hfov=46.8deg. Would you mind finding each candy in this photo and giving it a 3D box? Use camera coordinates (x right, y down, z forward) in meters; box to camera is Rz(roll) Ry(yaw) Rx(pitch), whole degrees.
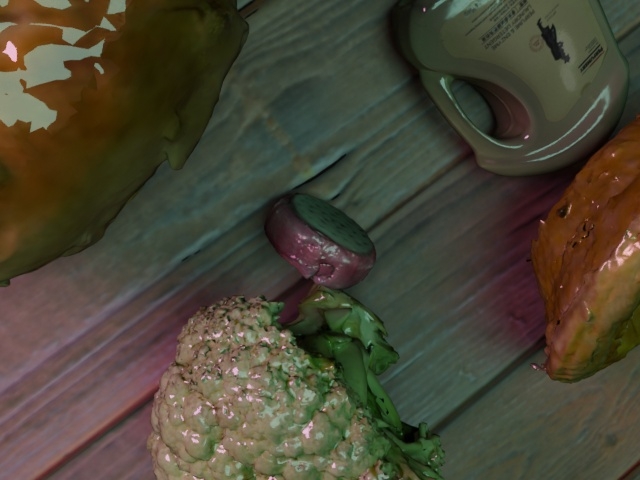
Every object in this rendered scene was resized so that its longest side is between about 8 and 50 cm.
[{"bbox_3d":[0.000,0.000,0.647,0.103,0.103,0.043,27,112,-21],"label":"candy"}]

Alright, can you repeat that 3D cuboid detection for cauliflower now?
[{"bbox_3d":[0.001,0.149,0.632,0.272,0.275,0.250,24,59,-4],"label":"cauliflower"}]

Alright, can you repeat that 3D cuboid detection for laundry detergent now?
[{"bbox_3d":[0.192,-0.155,0.684,0.181,0.091,0.253,-43,111,-5],"label":"laundry detergent"}]

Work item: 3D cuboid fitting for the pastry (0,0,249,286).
[{"bbox_3d":[-0.249,-0.171,0.453,0.410,0.245,0.409,-4,105,-15],"label":"pastry"}]

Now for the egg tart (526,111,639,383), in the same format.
[{"bbox_3d":[0.304,-0.011,0.687,0.341,0.132,0.341,-30,148,-21],"label":"egg tart"}]
